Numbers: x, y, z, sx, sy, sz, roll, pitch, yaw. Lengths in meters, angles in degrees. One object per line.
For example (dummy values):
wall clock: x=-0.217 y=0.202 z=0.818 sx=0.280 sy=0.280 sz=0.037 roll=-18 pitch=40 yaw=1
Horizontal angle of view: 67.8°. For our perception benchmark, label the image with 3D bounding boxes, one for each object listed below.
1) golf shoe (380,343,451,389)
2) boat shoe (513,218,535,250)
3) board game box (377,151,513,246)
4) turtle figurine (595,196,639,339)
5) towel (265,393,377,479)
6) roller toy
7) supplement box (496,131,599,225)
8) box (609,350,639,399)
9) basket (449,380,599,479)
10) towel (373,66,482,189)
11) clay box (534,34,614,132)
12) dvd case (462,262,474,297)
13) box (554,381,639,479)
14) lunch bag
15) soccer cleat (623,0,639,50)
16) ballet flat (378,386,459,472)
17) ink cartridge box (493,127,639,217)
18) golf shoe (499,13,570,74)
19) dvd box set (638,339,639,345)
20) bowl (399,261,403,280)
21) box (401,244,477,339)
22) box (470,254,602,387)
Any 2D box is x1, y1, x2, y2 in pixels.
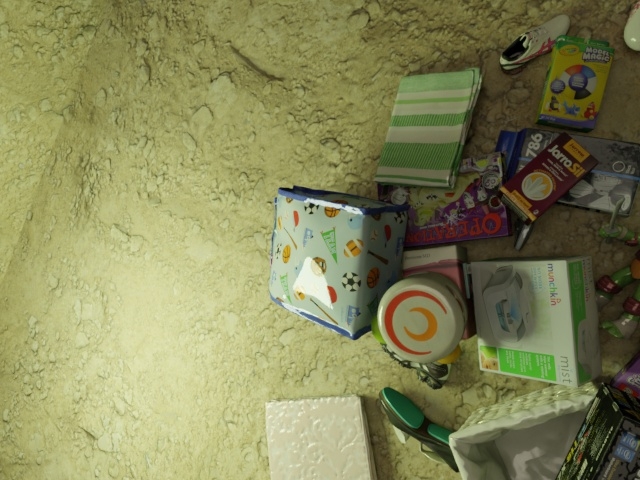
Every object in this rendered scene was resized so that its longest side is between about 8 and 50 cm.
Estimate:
golf shoe: x=0.254 y=0.306 z=1.269 sx=0.198 sy=0.077 sz=0.094 roll=33 pitch=90 yaw=19
boat shoe: x=0.499 y=-0.043 z=1.164 sx=0.040 sy=0.049 sz=0.142 roll=29 pitch=121 yaw=33
board game box: x=0.312 y=-0.094 z=1.248 sx=0.346 sy=0.056 sz=0.208 roll=-8 pitch=86 yaw=36
turtle figurine: x=0.645 y=0.061 z=0.987 sx=0.197 sy=0.274 sz=0.266 roll=38 pitch=117 yaw=25
towel: x=-0.004 y=0.615 z=1.381 sx=0.331 sy=0.053 sz=0.317 roll=-11 pitch=80 yaw=25
roller toy: x=0.240 y=0.172 z=1.095 sx=0.209 sy=0.146 sz=0.191 roll=23 pitch=104 yaw=19
supplement box: x=0.506 y=-0.136 z=1.071 sx=0.188 sy=0.081 sz=0.104 roll=-43 pitch=75 yaw=6
box: x=0.750 y=0.269 z=0.939 sx=0.201 sy=0.057 sz=0.293 roll=37 pitch=134 yaw=24
basket: x=0.506 y=0.501 z=1.008 sx=0.328 sy=0.266 sz=0.332 roll=-28 pitch=73 yaw=23
towel: x=0.279 y=-0.297 z=1.265 sx=0.247 sy=0.038 sz=0.325 roll=9 pitch=80 yaw=41
clay box: x=0.605 y=-0.380 z=1.132 sx=0.127 sy=0.053 sz=0.222 roll=13 pitch=93 yaw=10
dvd case: x=0.406 y=0.096 z=1.183 sx=0.013 sy=0.119 sz=0.087 roll=-18 pitch=76 yaw=61
box: x=0.434 y=0.408 z=0.761 sx=0.079 sy=0.257 sz=0.322 roll=25 pitch=95 yaw=26
lunch bag: x=0.019 y=0.033 z=1.262 sx=0.385 sy=0.238 sz=0.328 roll=13 pitch=102 yaw=40
soccer cleat: x=0.794 y=-0.570 z=1.016 sx=0.331 sy=0.143 sz=0.116 roll=-49 pitch=67 yaw=16
ballet flat: x=0.258 y=0.500 z=1.236 sx=0.280 sy=0.095 sz=0.096 roll=31 pitch=112 yaw=26
ink cartridge box: x=0.575 y=-0.172 z=1.143 sx=0.332 sy=0.065 sz=0.166 roll=15 pitch=94 yaw=28
golf shoe: x=0.532 y=-0.491 z=1.178 sx=0.186 sy=0.086 sz=0.068 roll=-37 pitch=70 yaw=18
dvd box set: x=0.853 y=0.140 z=0.853 sx=0.307 sy=0.062 sz=0.421 roll=35 pitch=134 yaw=25
bowl: x=0.188 y=0.132 z=1.321 sx=0.141 sy=0.053 sz=0.142 roll=-12 pitch=80 yaw=26
box: x=0.303 y=0.136 z=1.220 sx=0.148 sy=0.126 sz=0.233 roll=-9 pitch=82 yaw=27
box: x=0.481 y=0.169 z=1.070 sx=0.231 sy=0.126 sz=0.262 roll=-4 pitch=91 yaw=53
